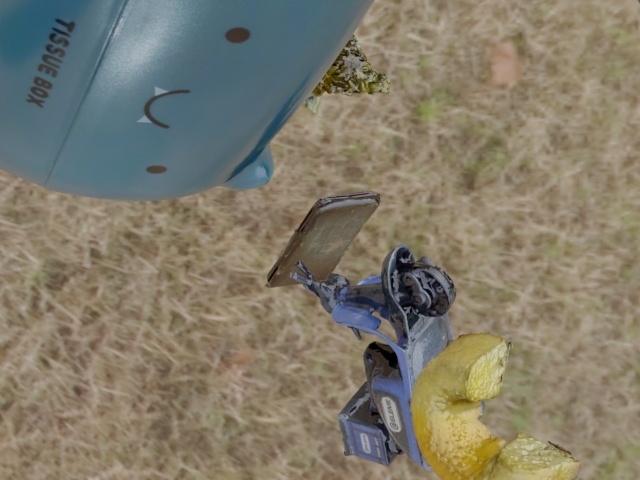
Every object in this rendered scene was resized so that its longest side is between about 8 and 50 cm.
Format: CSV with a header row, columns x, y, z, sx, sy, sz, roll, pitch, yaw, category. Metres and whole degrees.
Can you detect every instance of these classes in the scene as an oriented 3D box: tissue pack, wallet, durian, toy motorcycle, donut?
x,y,z,sx,sy,sz,roll,pitch,yaw,category
-0.073,-0.144,0.522,0.206,0.287,0.198,21,57,-16,tissue pack
0.000,0.000,1.864,0.122,0.232,0.031,-6,59,-32,wallet
-0.026,-0.265,1.451,0.172,0.306,0.166,-45,140,15,durian
0.092,0.151,1.541,0.125,0.213,0.358,-45,135,-41,toy motorcycle
0.153,0.186,1.147,0.078,0.146,0.181,-22,78,-42,donut

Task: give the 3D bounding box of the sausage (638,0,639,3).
x,y,z,sx,sy,sz,roll,pitch,yaw,category
0.211,-0.313,0.900,0.082,0.082,0.371,-28,87,-23,sausage
